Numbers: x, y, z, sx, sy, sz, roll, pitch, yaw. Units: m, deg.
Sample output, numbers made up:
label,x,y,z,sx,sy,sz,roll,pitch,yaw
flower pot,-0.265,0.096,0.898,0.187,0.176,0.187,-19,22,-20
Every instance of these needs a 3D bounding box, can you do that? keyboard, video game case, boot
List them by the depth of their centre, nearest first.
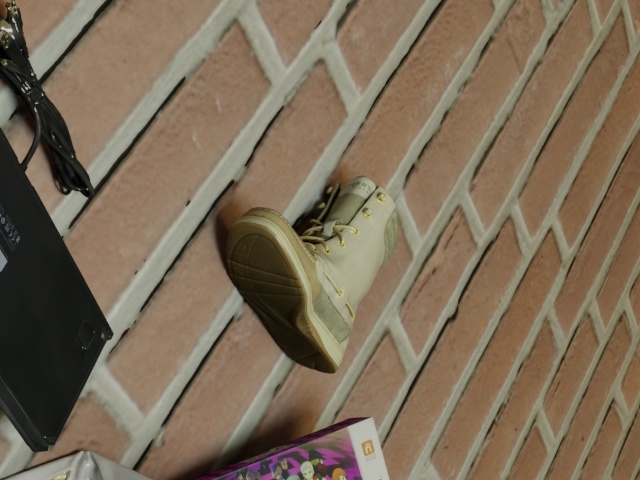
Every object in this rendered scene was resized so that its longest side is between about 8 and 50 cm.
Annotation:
label,x,y,z,sx,sy,sz,roll,pitch,yaw
keyboard,-0.213,-0.030,0.838,0.201,0.033,0.317,-69,149,-43
video game case,-0.022,0.286,1.110,0.232,0.042,0.210,-14,89,-38
boot,0.000,0.000,1.149,0.165,0.077,0.213,-60,146,-27

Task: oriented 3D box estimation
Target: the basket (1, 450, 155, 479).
label,x,y,z,sx,sy,sz,roll,pitch,yaw
basket,-0.151,0.234,0.909,0.113,0.167,0.103,-13,115,-53
